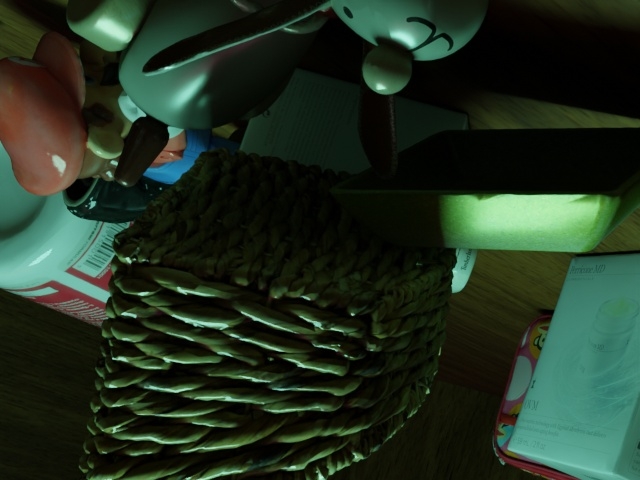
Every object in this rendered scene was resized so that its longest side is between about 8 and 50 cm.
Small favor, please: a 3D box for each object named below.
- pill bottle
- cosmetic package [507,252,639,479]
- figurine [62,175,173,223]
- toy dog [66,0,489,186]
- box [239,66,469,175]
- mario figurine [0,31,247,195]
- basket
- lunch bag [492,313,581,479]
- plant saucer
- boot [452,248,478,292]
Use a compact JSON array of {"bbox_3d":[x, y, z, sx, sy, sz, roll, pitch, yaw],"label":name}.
[{"bbox_3d":[-0.290,-0.011,1.753,0.229,0.229,0.408,15,170,27],"label":"pill bottle"},{"bbox_3d":[0.322,0.136,1.347,0.138,0.224,0.224,24,170,-15],"label":"cosmetic package"},{"bbox_3d":[-0.198,-0.076,1.474,0.209,0.092,0.215,20,-164,-40],"label":"figurine"},{"bbox_3d":[-0.050,-0.106,0.831,0.220,0.160,0.334,21,172,-13],"label":"toy dog"},{"bbox_3d":[0.034,-0.068,1.129,0.171,0.091,0.130,17,171,14],"label":"box"},{"bbox_3d":[-0.153,-0.122,1.245,0.321,0.170,0.198,13,141,-41],"label":"mario figurine"},{"bbox_3d":[-0.026,0.083,0.943,0.214,0.223,0.299,12,-164,4],"label":"basket"},{"bbox_3d":[0.374,0.242,1.793,0.120,0.258,0.293,26,169,-40],"label":"lunch bag"},{"bbox_3d":[0.130,-0.033,0.883,0.188,0.045,0.188,1,-164,29],"label":"plant saucer"},{"bbox_3d":[0.074,0.016,1.621,0.176,0.088,0.244,20,164,-4],"label":"boot"}]
